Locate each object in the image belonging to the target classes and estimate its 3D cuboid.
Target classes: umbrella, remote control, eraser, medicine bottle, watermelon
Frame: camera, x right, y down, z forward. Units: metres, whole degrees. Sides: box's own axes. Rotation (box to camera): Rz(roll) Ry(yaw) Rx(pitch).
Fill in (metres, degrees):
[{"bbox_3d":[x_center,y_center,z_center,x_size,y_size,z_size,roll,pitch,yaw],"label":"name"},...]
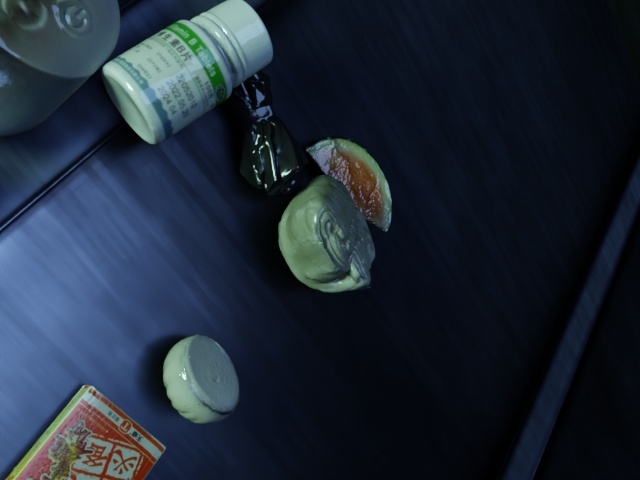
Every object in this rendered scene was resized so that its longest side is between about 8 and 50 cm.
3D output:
[{"bbox_3d":[-0.124,-0.237,1.066,0.118,0.118,0.340,-28,95,-39],"label":"umbrella"},{"bbox_3d":[-0.409,-0.282,0.812,0.221,0.103,0.332,45,60,-24],"label":"remote control"},{"bbox_3d":[-0.342,0.340,0.852,0.157,0.038,0.230,51,56,-25],"label":"eraser"},{"bbox_3d":[-0.196,-0.261,0.936,0.237,0.139,0.139,-38,111,-19],"label":"medicine bottle"},{"bbox_3d":[0.062,-0.123,1.217,0.245,0.063,0.119,45,53,-26],"label":"watermelon"}]

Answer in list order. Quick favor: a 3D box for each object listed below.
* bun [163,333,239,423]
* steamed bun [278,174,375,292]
[{"bbox_3d":[-0.197,0.222,0.955,0.138,0.094,0.138,52,20,-28],"label":"bun"},{"bbox_3d":[0.001,0.002,1.114,0.211,0.144,0.218,61,21,-26],"label":"steamed bun"}]
